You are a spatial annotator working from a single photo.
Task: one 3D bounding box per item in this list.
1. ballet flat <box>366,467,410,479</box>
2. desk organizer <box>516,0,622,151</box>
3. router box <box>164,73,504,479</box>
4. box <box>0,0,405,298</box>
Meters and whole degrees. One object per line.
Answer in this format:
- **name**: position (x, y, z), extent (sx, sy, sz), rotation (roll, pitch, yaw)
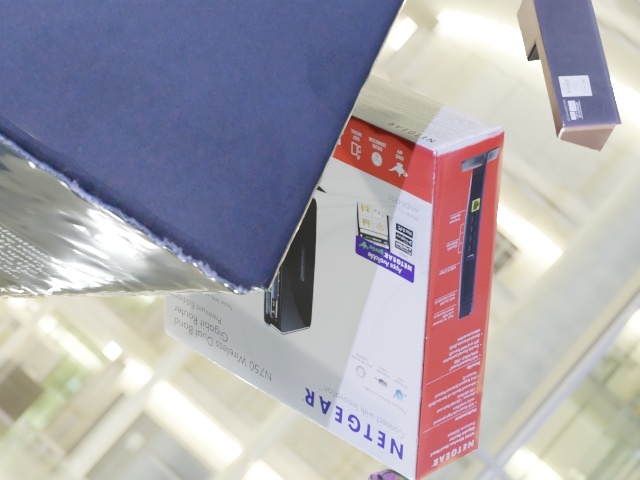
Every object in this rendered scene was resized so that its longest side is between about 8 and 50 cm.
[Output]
- **ballet flat**: position (0.070, 0.314, 1.624), extent (0.077, 0.079, 0.221), rotation (13, -54, 42)
- **desk organizer**: position (0.187, -0.133, 1.366), extent (0.050, 0.047, 0.130), rotation (108, -25, -64)
- **router box**: position (0.000, 0.000, 1.543), extent (0.335, 0.082, 0.301), rotation (26, -55, 41)
- **box**: position (-0.160, -0.228, 1.193), extent (0.297, 0.480, 0.472), rotation (34, -20, -28)
